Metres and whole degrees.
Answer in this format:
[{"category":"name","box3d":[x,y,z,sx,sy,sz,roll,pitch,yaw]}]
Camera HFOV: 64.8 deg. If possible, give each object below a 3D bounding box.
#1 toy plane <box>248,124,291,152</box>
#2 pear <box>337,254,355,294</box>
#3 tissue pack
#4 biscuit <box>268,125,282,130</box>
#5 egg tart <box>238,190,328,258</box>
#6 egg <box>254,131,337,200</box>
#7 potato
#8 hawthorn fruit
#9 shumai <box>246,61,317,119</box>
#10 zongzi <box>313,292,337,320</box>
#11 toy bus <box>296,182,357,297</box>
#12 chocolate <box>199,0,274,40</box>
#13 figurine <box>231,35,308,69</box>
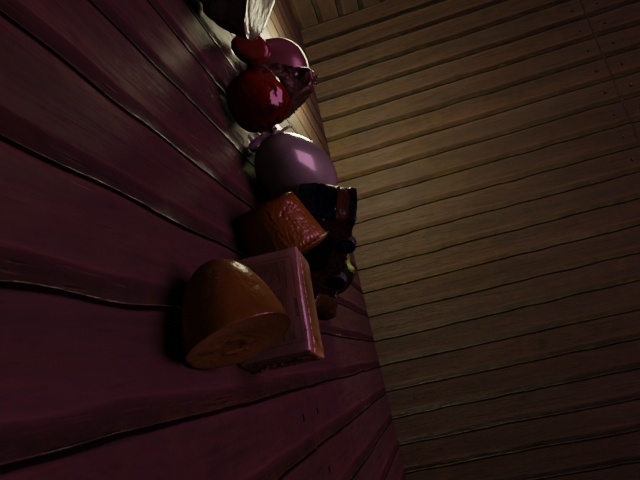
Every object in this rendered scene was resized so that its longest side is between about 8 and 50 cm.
[{"category":"toy plane","box3d":[-0.166,-0.317,1.577,0.171,0.162,0.066,-27,90,-43]},{"category":"pear","box3d":[0.046,0.055,2.078,0.292,0.159,0.293,-17,90,-83]},{"category":"tissue pack","box3d":[-0.095,0.153,1.088,0.125,0.159,0.235,55,22,-64]},{"category":"biscuit","box3d":[-0.127,-0.345,1.792,0.226,0.036,0.166,54,21,1]},{"category":"egg tart","box3d":[-0.098,-0.019,1.253,0.171,0.215,0.215,63,11,-5]},{"category":"egg","box3d":[-0.074,-0.200,1.552,0.371,0.229,0.230,38,37,-64]},{"category":"potato","box3d":[-0.158,0.109,0.851,0.203,0.178,0.158,14,42,-52]},{"category":"hawthorn fruit","box3d":[-0.187,-0.411,1.430,0.201,0.179,0.179,59,12,-7]},{"category":"shumai","box3d":[-0.150,-0.474,1.554,0.185,0.218,0.184,33,47,-41]},{"category":"zongzi","box3d":[-0.012,0.224,1.635,0.256,0.114,0.228,-81,160,-53]},{"category":"toy bus","box3d":[0.000,0.000,1.471,0.162,0.193,0.324,-84,-177,-47]},{"category":"chocolate","box3d":[-0.244,-0.730,1.389,0.303,0.212,0.304,20,90,-89]},{"category":"figurine","box3d":[-0.149,-0.588,1.747,0.261,0.211,0.270,-65,138,-74]}]
